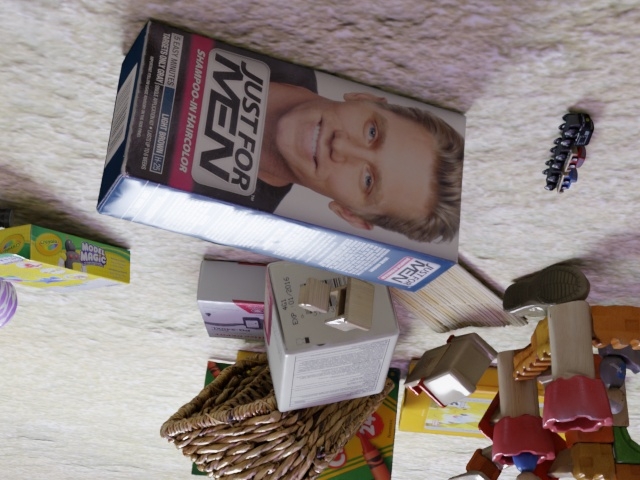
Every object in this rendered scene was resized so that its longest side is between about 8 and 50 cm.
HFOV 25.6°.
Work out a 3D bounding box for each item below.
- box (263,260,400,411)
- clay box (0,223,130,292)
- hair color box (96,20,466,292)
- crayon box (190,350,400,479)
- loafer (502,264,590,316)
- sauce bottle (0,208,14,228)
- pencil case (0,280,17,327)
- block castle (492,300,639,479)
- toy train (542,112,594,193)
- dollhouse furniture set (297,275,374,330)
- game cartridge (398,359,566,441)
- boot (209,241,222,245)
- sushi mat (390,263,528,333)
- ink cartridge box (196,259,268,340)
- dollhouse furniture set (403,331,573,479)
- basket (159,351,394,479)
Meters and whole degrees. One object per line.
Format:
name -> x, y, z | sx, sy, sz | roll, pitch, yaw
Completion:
box -> 0.009, 0.117, 1.820 | 0.148, 0.127, 0.232 | -10, 157, -8
clay box -> -0.368, 0.023, 1.846 | 0.127, 0.053, 0.222 | -8, 164, 31
hair color box -> -0.032, -0.078, 1.403 | 0.347, 0.174, 0.105 | 14, 155, -19
crayon box -> -0.039, 0.293, 2.257 | 0.318, 0.202, 0.081 | 6, 157, 0
loafer -> 0.298, 0.068, 1.824 | 0.050, 0.056, 0.148 | 17, 162, -31
sauce bottle -> -0.458, -0.032, 1.803 | 0.128, 0.042, 0.042 | 2, 157, 2
pencil case -> -0.487, 0.055, 1.959 | 0.086, 0.088, 0.206 | 1, 156, 6
block castle -> 0.470, 0.225, 1.864 | 0.453, 0.213, 0.303 | 2, 160, -12
toy train -> 0.262, -0.091, 1.485 | 0.036, 0.027, 0.158 | -4, 157, -3
dollhouse furniture set -> 0.000, 0.000, 1.597 | 0.182, 0.161, 0.101 | 22, 153, -34
game cartridge -> 0.296, 0.275, 2.318 | 0.323, 0.053, 0.285 | 6, 158, 3
boot -> -0.124, -0.035, 1.624 | 0.198, 0.077, 0.137 | 31, 177, 32
sushi mat -> 0.148, 0.064, 1.895 | 0.151, 0.019, 0.316 | -9, 153, 31
ink cartridge box -> -0.108, 0.086, 1.960 | 0.109, 0.063, 0.150 | 3, 156, 5
dollhouse furniture set -> 0.261, 0.253, 2.041 | 0.259, 0.262, 0.135 | 43, 150, -9
basket -> -0.051, 0.231, 2.047 | 0.223, 0.299, 0.213 | 41, 117, 7
